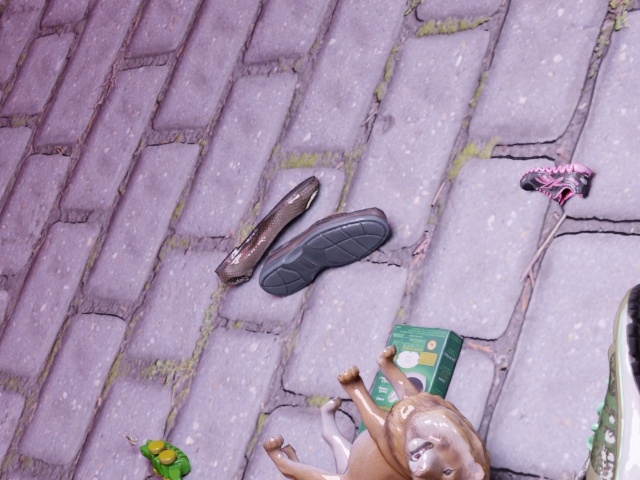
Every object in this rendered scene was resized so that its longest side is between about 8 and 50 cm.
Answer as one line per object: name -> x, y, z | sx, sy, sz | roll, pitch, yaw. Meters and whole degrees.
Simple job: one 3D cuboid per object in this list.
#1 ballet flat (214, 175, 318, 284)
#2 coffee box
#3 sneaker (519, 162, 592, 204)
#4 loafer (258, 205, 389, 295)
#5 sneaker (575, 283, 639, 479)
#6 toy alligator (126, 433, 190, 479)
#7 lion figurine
ballet flat -> -0.085, -0.014, 2.326 | 0.250, 0.058, 0.084 | -46, 5, 3
coffee box -> 0.133, 0.217, 1.951 | 0.113, 0.040, 0.184 | 2, 65, 44
sneaker -> 0.344, -0.079, 1.949 | 0.119, 0.047, 0.057 | -7, 71, 44
loafer -> 0.000, 0.000, 2.199 | 0.267, 0.096, 0.084 | -30, 40, 31
sneaker -> 0.375, 0.242, 1.631 | 0.182, 0.158, 0.410 | -34, 36, 49
toy alligator -> -0.269, 0.365, 2.249 | 0.051, 0.056, 0.189 | -22, 28, -27
lion figurine -> 0.080, 0.310, 1.852 | 0.240, 0.142, 0.392 | 57, 143, 14
